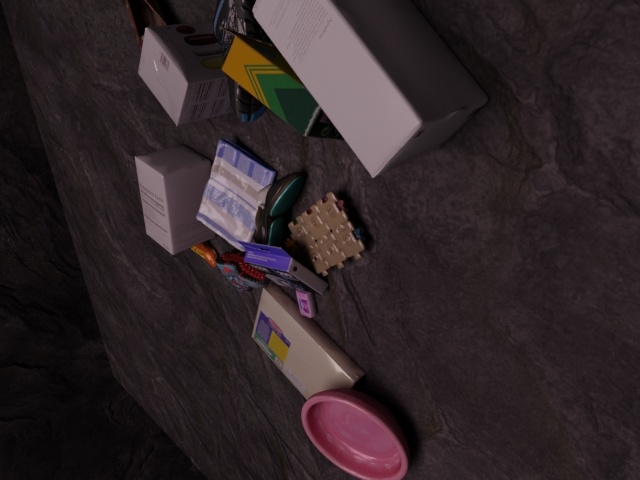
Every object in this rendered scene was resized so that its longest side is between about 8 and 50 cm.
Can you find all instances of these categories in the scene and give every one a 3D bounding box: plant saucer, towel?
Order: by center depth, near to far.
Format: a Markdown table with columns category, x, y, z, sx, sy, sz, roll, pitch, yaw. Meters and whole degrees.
| category | x | y | z | sx | sy | sz | roll | pitch | yaw |
| --- | --- | --- | --- | --- | --- | --- | --- | --- | --- |
| plant saucer | 0.105 | 0.540 | 1.410 | 0.332 | 0.084 | 0.332 | 19 | 130 | 24 |
| towel | -0.251 | -0.128 | 1.444 | 0.209 | 0.034 | 0.285 | 35 | 121 | 17 |

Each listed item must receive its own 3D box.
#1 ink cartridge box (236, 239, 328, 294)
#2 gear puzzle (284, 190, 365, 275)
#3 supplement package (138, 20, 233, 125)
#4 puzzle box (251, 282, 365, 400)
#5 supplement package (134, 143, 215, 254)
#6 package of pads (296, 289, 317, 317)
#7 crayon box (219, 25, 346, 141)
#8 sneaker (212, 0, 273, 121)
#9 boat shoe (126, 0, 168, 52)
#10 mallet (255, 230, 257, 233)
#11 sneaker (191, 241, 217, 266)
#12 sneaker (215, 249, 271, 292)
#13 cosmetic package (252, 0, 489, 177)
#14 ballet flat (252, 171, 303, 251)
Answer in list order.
| category | x | y | z | sx | sy | sz | roll | pitch | yaw |
| --- | --- | --- | --- | --- | --- | --- | --- | --- | --- |
| ink cartridge box | -0.115 | 0.075 | 1.378 | 0.206 | 0.045 | 0.208 | 8 | 155 | 47 |
| gear puzzle | 0.000 | 0.000 | 1.304 | 0.175 | 0.044 | 0.339 | 60 | 145 | 1 |
| supplement package | -0.318 | -0.432 | 1.277 | 0.194 | 0.203 | 0.149 | 53 | 141 | 12 |
| puzzle box | -0.056 | 0.351 | 1.557 | 0.409 | 0.052 | 0.272 | 43 | 138 | 24 |
| supplement package | -0.472 | -0.139 | 1.644 | 0.175 | 0.177 | 0.293 | 32 | 132 | 34 |
| package of pads | -0.040 | 0.180 | 1.456 | 0.050 | 0.032 | 0.083 | 12 | 120 | 46 |
| crayon box | -0.058 | -0.323 | 1.041 | 0.318 | 0.202 | 0.081 | 43 | 118 | 25 |
| sneaker | -0.181 | -0.457 | 1.179 | 0.140 | 0.125 | 0.341 | 21 | 116 | 38 |
| boat shoe | -0.458 | -0.550 | 1.406 | 0.123 | 0.123 | 0.342 | 37 | -149 | -88 |
| mallet | -0.147 | -0.066 | 1.435 | 0.062 | 0.039 | 0.189 | 37 | 131 | 25 |
| sneaker | -0.427 | 0.030 | 1.782 | 0.175 | 0.067 | 0.064 | 50 | 139 | 13 |
| sneaker | -0.229 | 0.111 | 1.599 | 0.262 | 0.104 | 0.125 | 20 | 138 | 50 |
| cosmetic package | 0.085 | -0.324 | 0.875 | 0.385 | 0.217 | 0.156 | 58 | 141 | 10 |
| ballet flat | -0.131 | -0.084 | 1.335 | 0.096 | 0.095 | 0.280 | 40 | 129 | 20 |
